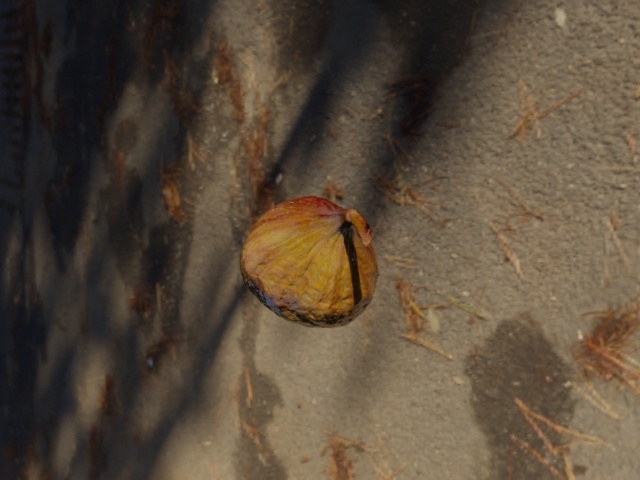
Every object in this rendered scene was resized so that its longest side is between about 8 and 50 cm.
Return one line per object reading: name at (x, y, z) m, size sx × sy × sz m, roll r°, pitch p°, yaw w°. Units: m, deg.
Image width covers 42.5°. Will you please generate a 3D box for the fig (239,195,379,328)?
fig at (0.000, 0.000, 0.820) m, size 0.201 × 0.146 × 0.133 m, roll 115°, pitch 168°, yaw -59°
